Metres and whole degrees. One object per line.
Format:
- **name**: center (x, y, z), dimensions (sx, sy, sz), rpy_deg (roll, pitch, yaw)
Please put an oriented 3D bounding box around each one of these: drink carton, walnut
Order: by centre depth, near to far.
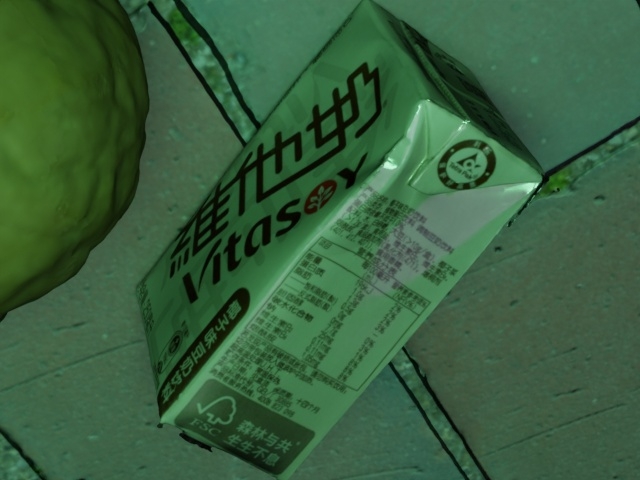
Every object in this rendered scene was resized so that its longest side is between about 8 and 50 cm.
- **walnut**: center (-0.293, -0.080, 0.940), dimensions (0.383, 0.383, 0.384), rpy_deg (-6, 121, -10)
- **drink carton**: center (0.000, 0.001, 1.155), dimensions (0.132, 0.194, 0.324), rpy_deg (31, 108, -28)
